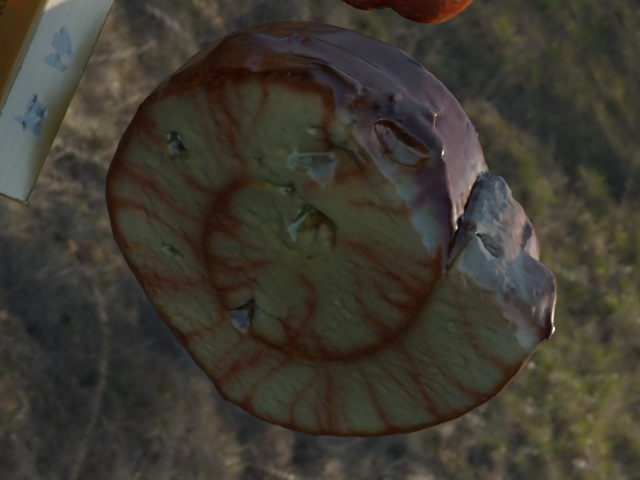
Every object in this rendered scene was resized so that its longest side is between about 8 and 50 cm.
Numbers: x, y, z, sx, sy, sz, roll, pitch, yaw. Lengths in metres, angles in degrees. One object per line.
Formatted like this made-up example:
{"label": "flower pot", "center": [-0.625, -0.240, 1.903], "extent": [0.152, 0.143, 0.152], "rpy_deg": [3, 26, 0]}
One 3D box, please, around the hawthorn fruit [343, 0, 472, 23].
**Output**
{"label": "hawthorn fruit", "center": [0.056, -0.193, 0.951], "extent": [0.128, 0.128, 0.128], "rpy_deg": [43, 33, -37]}

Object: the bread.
{"label": "bread", "center": [-0.004, -0.001, 1.155], "extent": [0.328, 0.295, 0.114], "rpy_deg": [51, 38, -15]}

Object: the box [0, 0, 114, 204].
{"label": "box", "center": [-0.258, -0.134, 0.985], "extent": [0.070, 0.237, 0.152], "rpy_deg": [25, 87, -59]}
